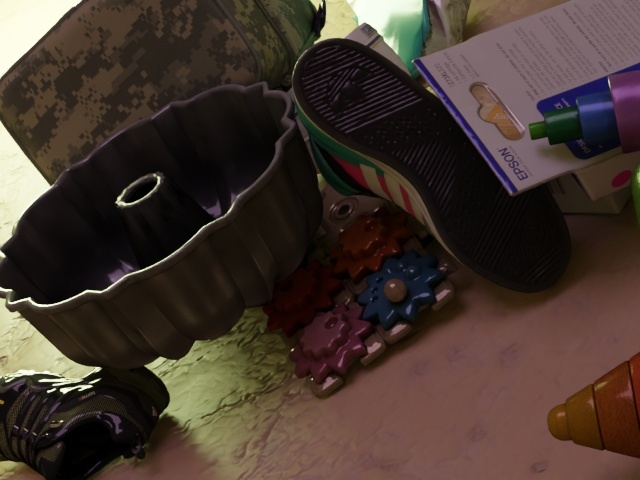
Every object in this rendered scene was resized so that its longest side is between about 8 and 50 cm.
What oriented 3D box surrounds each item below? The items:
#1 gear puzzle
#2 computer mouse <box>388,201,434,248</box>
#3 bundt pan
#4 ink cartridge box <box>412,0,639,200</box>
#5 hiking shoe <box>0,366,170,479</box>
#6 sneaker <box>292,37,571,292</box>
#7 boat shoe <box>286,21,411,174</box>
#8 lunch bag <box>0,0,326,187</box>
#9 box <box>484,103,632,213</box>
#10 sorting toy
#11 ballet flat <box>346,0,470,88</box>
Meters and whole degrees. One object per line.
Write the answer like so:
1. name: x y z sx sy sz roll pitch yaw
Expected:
1. gear puzzle: 0.000 0.000 1.723 0.175 0.044 0.339 -38 36 2
2. computer mouse: 0.095 -0.058 1.779 0.106 0.042 0.193 -40 36 -3
3. bundt pan: -0.139 -0.001 1.690 0.331 0.124 0.331 -24 28 14
4. ink cartridge box: 0.281 -0.145 1.579 0.371 0.069 0.175 -20 54 -18
5. hiking shoe: -0.256 0.180 1.681 0.227 0.086 0.114 -15 30 21
6. sneaker: 0.093 -0.061 1.637 0.124 0.295 0.178 -48 1 -2
7. boat shoe: -0.017 -0.109 1.897 0.267 0.088 0.096 -44 0 11
8. lunch bag: -0.157 -0.183 1.949 0.305 0.212 0.256 -41 -2 21
9. box: 0.245 -0.113 1.684 0.130 0.091 0.170 2 43 42
10. sorting toy: 0.219 0.024 1.381 0.126 0.127 0.365 -11 53 10
11. ballet flat: 0.095 -0.298 2.035 0.147 0.147 0.409 -30 40 0
